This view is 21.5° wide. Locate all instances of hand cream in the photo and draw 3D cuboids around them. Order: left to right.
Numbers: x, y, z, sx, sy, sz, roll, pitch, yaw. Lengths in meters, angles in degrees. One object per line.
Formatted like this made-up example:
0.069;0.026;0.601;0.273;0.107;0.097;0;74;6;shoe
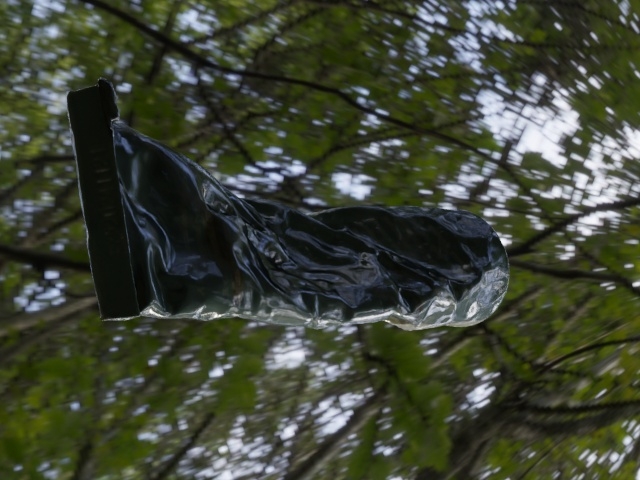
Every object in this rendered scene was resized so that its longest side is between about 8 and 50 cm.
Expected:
0.000;-0.001;0.627;0.052;0.248;0.075;-45;-119;20;hand cream
